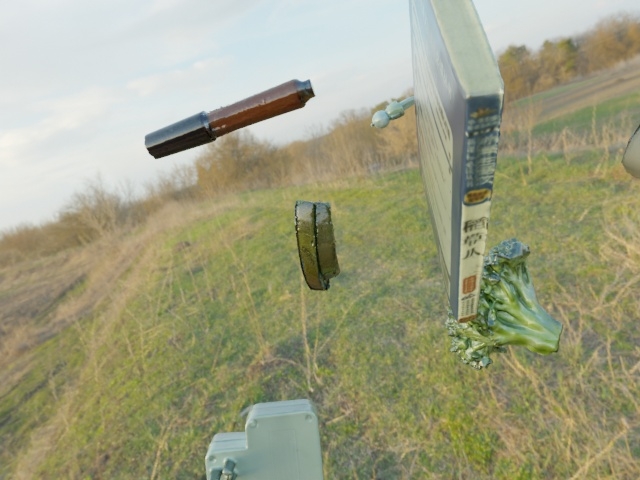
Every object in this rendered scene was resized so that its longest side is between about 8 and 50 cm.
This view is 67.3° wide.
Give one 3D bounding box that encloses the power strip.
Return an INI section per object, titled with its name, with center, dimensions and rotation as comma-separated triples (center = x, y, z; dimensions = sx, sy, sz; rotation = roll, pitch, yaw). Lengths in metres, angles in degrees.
[power strip]
center = -0.127, 0.498, 1.087
dimensions = 0.261, 0.229, 0.141
rotation = -5, 3, -1

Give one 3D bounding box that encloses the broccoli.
[broccoli]
center = 0.423, 0.159, 1.098
dimensions = 0.245, 0.288, 0.248
rotation = 30, 50, 16

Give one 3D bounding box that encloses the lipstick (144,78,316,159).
[lipstick]
center = -0.213, -0.286, 1.128
dimensions = 0.418, 0.077, 0.077
rotation = -18, 11, 9

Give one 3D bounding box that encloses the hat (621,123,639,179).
[hat]
center = 0.474, -0.070, 0.501
dimensions = 0.275, 0.232, 0.161
rotation = 24, 64, 28

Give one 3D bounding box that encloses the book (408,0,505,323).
[book]
center = 0.154, -0.115, 0.598
dimensions = 0.039, 0.428, 0.300
rotation = -10, 57, 8

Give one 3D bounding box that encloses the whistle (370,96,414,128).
[whistle]
center = 0.141, -0.250, 0.939
dimensions = 0.100, 0.035, 0.035
rotation = -32, 11, 1

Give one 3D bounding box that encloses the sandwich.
[sandwich]
center = 0.004, 0.009, 1.072
dimensions = 0.079, 0.235, 0.159
rotation = -1, 19, 11
